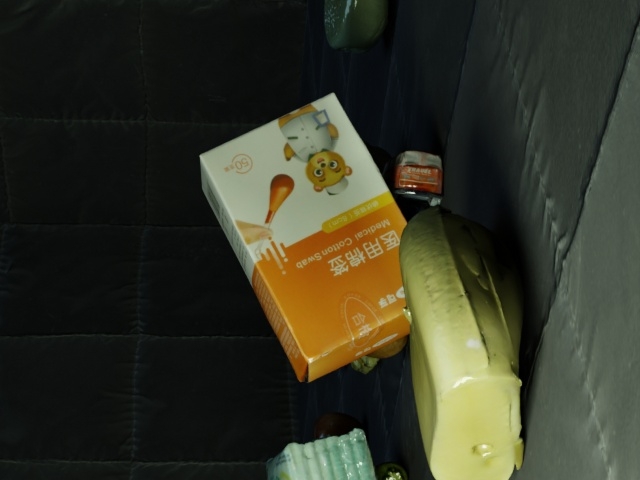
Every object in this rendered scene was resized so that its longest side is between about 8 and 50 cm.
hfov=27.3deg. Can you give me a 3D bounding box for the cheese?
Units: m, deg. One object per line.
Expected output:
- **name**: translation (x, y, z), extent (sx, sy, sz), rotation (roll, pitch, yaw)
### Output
- **cheese**: translation (0.149, 0.095, 1.449), extent (0.260, 0.128, 0.316), rotation (94, 176, -48)

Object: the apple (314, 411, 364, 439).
- **apple**: translation (0.039, 0.400, 2.623), extent (0.126, 0.102, 0.126), rotation (176, 90, -87)

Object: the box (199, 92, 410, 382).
- **box**: translation (0.000, 0.000, 1.853), extent (0.341, 0.224, 0.143), rotation (62, 170, 12)

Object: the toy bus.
- **toy bus**: translation (0.132, -0.087, 1.909), extent (0.174, 0.079, 0.077), rotation (148, 131, -82)

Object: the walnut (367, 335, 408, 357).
- **walnut**: translation (0.086, 0.139, 2.153), extent (0.207, 0.115, 0.116), rotation (172, 99, -83)

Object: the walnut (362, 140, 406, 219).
- **walnut**: translation (0.024, -0.039, 2.176), extent (0.227, 0.273, 0.273), rotation (37, 143, 26)

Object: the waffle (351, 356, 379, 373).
- **waffle**: translation (0.080, 0.126, 2.490), extent (0.261, 0.056, 0.250), rotation (108, 162, -65)

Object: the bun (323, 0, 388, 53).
- **bun**: translation (0.072, -0.440, 2.387), extent (0.221, 0.108, 0.221), rotation (-176, 90, -77)

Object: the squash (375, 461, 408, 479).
- **squash**: translation (0.101, 0.416, 2.180), extent (0.258, 0.069, 0.069), rotation (102, 167, -61)

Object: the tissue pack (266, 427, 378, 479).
- **tissue pack**: translation (0.030, 0.506, 2.064), extent (0.287, 0.162, 0.388), rotation (118, 139, -74)

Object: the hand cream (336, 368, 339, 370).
- **hand cream**: translation (0.042, 0.216, 2.894), extent (0.257, 0.050, 0.084), rotation (107, 162, -48)
